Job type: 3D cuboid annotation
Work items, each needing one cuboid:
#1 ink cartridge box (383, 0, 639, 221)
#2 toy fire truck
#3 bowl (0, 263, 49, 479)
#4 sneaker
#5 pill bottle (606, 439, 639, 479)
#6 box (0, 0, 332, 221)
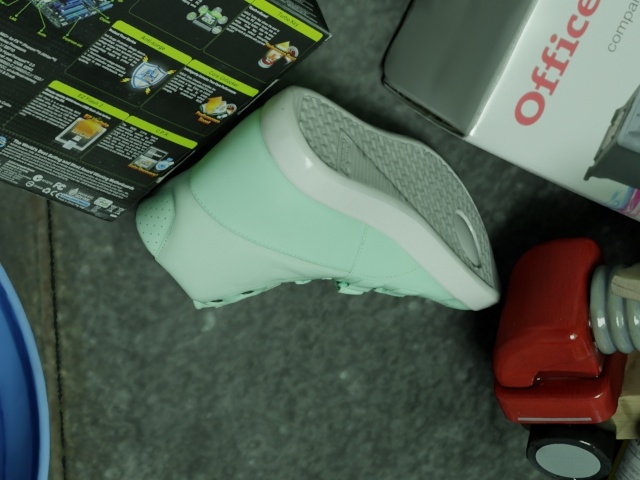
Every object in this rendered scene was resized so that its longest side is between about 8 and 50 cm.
[{"bbox_3d":[0.227,-0.124,0.952,0.306,0.131,0.226,20,102,-29],"label":"ink cartridge box"},{"bbox_3d":[0.198,0.051,0.916,0.246,0.217,0.158,61,37,-43],"label":"toy fire truck"},{"bbox_3d":[-0.327,0.095,0.710,0.391,0.077,0.391,10,61,-18],"label":"bowl"},{"bbox_3d":[0.000,-0.001,0.946,0.151,0.094,0.256,-29,144,26],"label":"sneaker"},{"bbox_3d":[0.267,0.179,1.092,0.119,0.119,0.209,15,104,-26],"label":"pill bottle"},{"bbox_3d":[-0.121,-0.099,0.797,0.184,0.045,0.190,-40,143,24],"label":"box"}]
